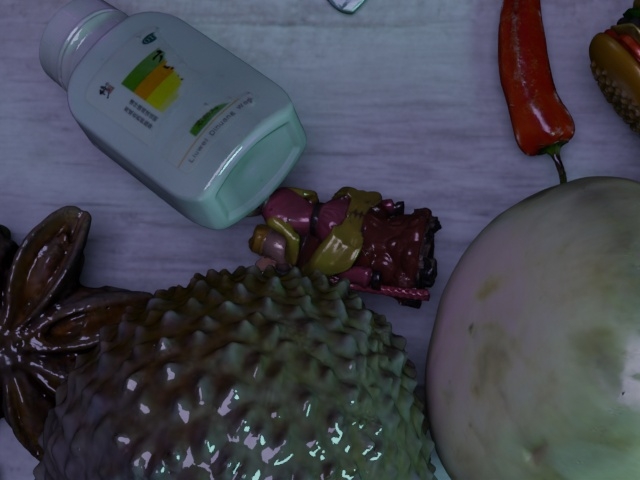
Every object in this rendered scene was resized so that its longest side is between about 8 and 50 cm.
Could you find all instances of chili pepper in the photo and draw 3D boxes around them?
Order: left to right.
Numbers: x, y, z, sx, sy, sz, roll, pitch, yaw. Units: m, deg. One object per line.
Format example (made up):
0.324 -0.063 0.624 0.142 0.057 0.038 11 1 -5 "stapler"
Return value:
0.227 -0.174 1.331 0.063 0.071 0.272 -21 75 44 "chili pepper"

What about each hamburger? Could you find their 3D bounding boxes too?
0.348 -0.173 1.270 0.115 0.162 0.162 -36 82 4 "hamburger"

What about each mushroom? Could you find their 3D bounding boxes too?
0.265 0.131 1.163 0.353 0.325 0.353 1 99 10 "mushroom"

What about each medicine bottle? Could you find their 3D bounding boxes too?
-0.165 -0.147 1.307 0.296 0.111 0.161 38 76 30 "medicine bottle"

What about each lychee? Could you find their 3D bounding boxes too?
-0.080 0.204 1.168 0.380 0.380 0.432 15 47 8 "lychee"

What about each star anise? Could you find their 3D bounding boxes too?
-0.333 0.102 1.340 0.315 0.108 0.315 2 101 9 "star anise"

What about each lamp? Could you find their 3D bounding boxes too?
0.000 0.000 1.320 0.253 0.118 0.118 8 86 11 "lamp"

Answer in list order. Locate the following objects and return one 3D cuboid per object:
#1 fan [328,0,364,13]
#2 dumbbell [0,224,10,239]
0.120 -0.353 1.380 0.282 0.023 0.057 -38 81 4 "fan"
-0.407 -0.017 1.397 0.118 0.052 0.046 29 134 7 "dumbbell"
